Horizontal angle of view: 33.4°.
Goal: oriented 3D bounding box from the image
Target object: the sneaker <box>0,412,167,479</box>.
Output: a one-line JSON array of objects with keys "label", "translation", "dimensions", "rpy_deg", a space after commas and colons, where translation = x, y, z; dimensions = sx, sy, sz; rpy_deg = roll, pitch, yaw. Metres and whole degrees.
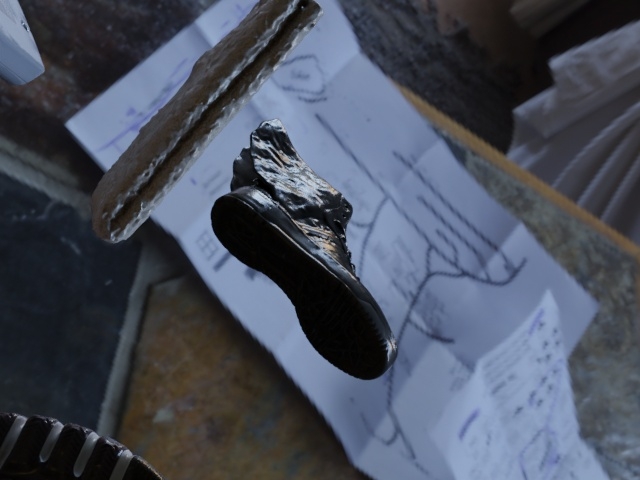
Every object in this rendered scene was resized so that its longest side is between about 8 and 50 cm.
[{"label": "sneaker", "translation": [-0.187, 0.173, 0.653], "dimensions": [0.281, 0.162, 0.106], "rpy_deg": [21, 60, 15]}]

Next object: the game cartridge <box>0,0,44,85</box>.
[{"label": "game cartridge", "translation": [-0.395, -0.311, 1.129], "dimensions": [0.297, 0.062, 0.198], "rpy_deg": [63, -2, 12]}]

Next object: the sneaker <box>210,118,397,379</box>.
[{"label": "sneaker", "translation": [-0.001, 0.002, 0.648], "dimensions": [0.170, 0.051, 0.089], "rpy_deg": [45, 37, 10]}]

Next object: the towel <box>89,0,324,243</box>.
[{"label": "towel", "translation": [-0.113, -0.119, 0.968], "dimensions": [0.049, 0.187, 0.282], "rpy_deg": [41, 88, -14]}]
